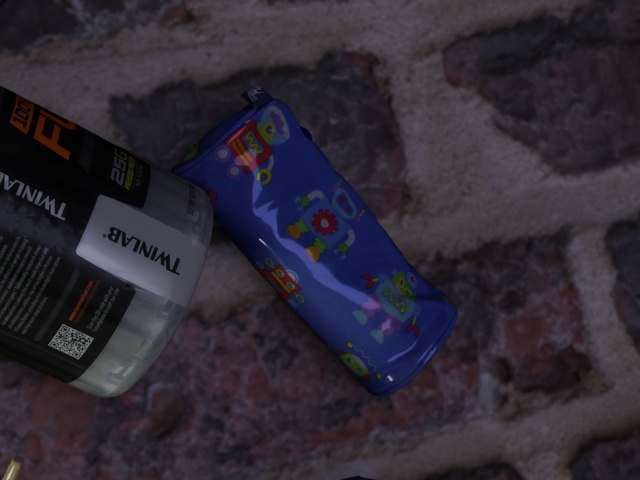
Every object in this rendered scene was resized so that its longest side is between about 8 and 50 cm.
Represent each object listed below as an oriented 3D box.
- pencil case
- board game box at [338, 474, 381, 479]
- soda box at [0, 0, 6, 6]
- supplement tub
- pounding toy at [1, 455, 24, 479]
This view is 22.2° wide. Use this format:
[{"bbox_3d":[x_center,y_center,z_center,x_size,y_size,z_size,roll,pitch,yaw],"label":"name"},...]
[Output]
[{"bbox_3d":[0.000,0.000,1.524,0.306,0.119,0.133,49,63,-9],"label":"pencil case"},{"bbox_3d":[-0.007,0.281,1.400,0.224,0.303,0.097,-12,89,-19],"label":"board game box"},{"bbox_3d":[-0.321,-0.218,1.466,0.058,0.061,0.181,42,74,-10],"label":"soda box"},{"bbox_3d":[-0.279,-0.021,1.379,0.338,0.207,0.207,27,78,-19],"label":"supplement tub"},{"bbox_3d":[-0.274,0.262,1.399,0.100,0.141,0.130,43,74,-10],"label":"pounding toy"}]
